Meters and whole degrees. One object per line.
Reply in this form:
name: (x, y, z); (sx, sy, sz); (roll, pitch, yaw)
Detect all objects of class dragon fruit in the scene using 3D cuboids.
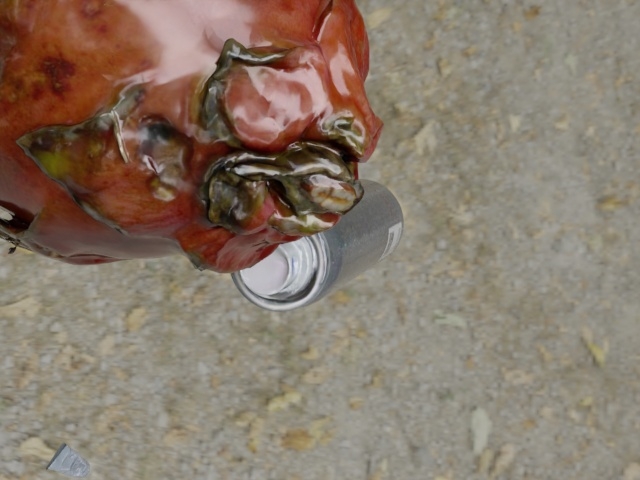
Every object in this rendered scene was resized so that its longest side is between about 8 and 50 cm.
dragon fruit: (-0.118, -0.108, 0.681); (0.314, 0.250, 0.250); (3, 82, 12)

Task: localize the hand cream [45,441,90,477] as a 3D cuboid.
hand cream: (-0.248, 0.218, 1.216); (0.019, 0.093, 0.030); (31, 77, 18)

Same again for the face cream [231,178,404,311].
face cream: (0.000, 0.000, 0.887); (0.283, 0.073, 0.073); (-24, 102, -75)
